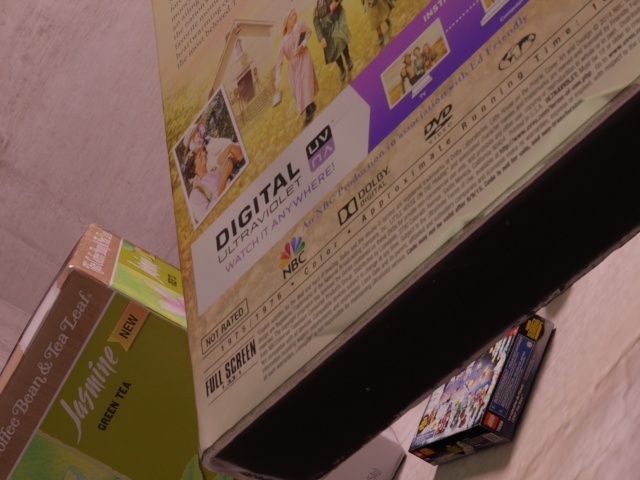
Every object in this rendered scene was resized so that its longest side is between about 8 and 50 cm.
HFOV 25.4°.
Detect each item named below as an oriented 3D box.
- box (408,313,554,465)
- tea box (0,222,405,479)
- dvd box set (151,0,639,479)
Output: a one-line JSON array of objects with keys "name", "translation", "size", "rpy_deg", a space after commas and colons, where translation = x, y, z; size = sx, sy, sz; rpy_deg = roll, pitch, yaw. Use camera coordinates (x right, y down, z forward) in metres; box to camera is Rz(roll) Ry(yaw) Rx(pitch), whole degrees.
[{"name": "box", "translation": [0.115, 0.109, 1.034], "size": [0.094, 0.027, 0.137], "rpy_deg": [-64, 9, -23]}, {"name": "tea box", "translation": [-0.133, 0.166, 1.303], "size": [0.220, 0.323, 0.329], "rpy_deg": [-61, 10, 3]}, {"name": "dvd box set", "translation": [0.034, -0.138, 0.659], "size": [0.307, 0.062, 0.420], "rpy_deg": [-43, 40, 30]}]
